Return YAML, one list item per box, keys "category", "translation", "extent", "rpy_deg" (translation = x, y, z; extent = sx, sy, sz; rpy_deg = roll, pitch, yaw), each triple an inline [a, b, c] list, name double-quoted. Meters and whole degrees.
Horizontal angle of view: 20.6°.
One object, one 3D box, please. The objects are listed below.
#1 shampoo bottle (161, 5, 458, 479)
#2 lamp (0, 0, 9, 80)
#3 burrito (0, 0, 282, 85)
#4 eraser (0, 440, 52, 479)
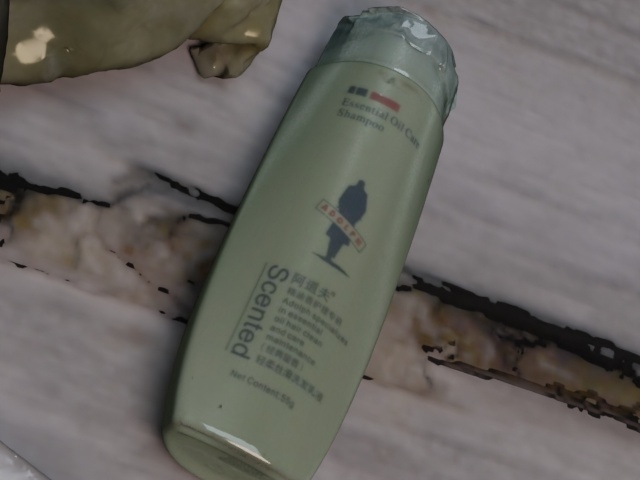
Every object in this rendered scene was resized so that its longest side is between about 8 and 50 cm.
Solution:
- category: "shampoo bottle"
  translation: [0.000, 0.000, 0.699]
  extent: [0.072, 0.049, 0.212]
  rpy_deg: [26, 60, -8]
- category: "lamp"
  translation: [-0.184, 0.010, 0.575]
  extent: [0.101, 0.101, 0.250]
  rpy_deg: [35, 73, -8]
- category: "burrito"
  translation: [-0.145, -0.162, 0.656]
  extent: [0.332, 0.135, 0.190]
  rpy_deg: [-3, 63, -29]
- category: "eraser"
  translation: [-0.153, 0.157, 0.552]
  extent: [0.124, 0.068, 0.210]
  rpy_deg: [38, 57, -7]
